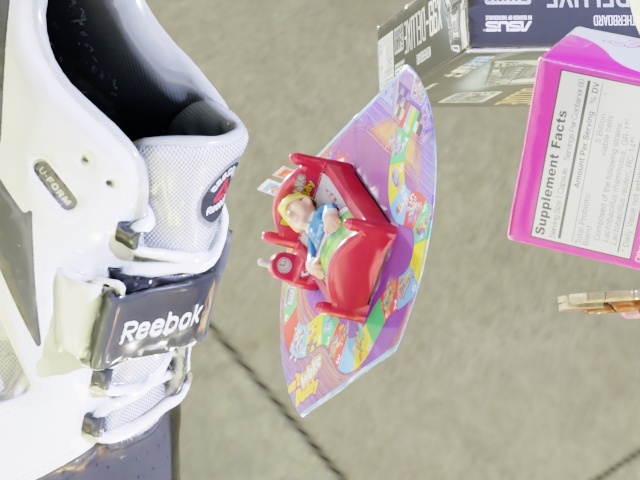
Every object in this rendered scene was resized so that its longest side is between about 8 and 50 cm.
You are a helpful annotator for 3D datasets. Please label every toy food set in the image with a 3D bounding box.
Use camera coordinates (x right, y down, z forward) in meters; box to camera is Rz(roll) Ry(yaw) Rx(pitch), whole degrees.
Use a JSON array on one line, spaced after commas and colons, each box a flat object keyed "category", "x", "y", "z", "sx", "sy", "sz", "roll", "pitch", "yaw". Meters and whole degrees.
[{"category": "toy food set", "x": 0.221, "y": 0.046, "z": 1.311, "sx": 0.122, "sy": 0.078, "sz": 0.019, "roll": -3, "pitch": 86, "yaw": -23}]

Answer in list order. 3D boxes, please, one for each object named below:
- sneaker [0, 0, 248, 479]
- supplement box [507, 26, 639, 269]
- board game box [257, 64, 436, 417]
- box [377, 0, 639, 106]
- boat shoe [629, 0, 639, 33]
[{"category": "sneaker", "x": -0.092, "y": 0.006, "z": 0.751, "sx": 0.146, "sy": 0.122, "sz": 0.331, "roll": -4, "pitch": 109, "yaw": 31}, {"category": "supplement box", "x": 0.229, "y": -0.040, "z": 1.029, "sx": 0.220, "sy": 0.111, "sz": 0.114, "roll": 15, "pitch": 110, "yaw": 15}, {"category": "board game box", "x": 0.000, "y": 0.000, "z": 0.818, "sx": 0.033, "sy": 0.133, "sz": 0.168, "roll": 12, "pitch": 155, "yaw": -20}, {"category": "box", "x": 0.194, "y": -0.164, "z": 1.487, "sx": 0.242, "sy": 0.307, "sz": 0.077, "roll": -1, "pitch": 87, "yaw": -11}, {"category": "boat shoe", "x": 0.083, "y": -0.045, "z": 0.337, "sx": 0.038, "sy": 0.125, "sz": 0.046, "roll": 7, "pitch": 69, "yaw": 25}]
